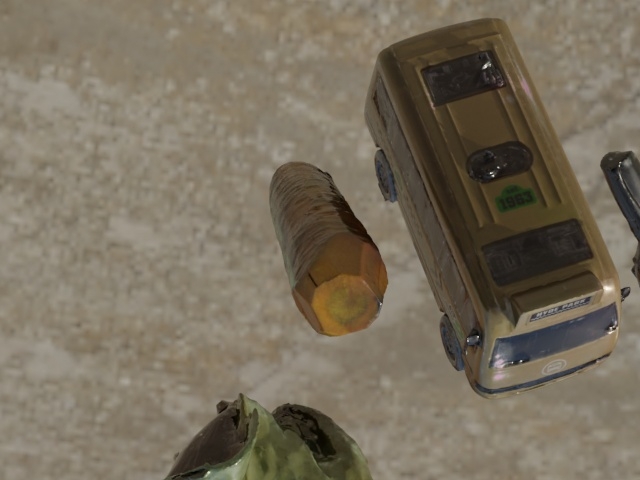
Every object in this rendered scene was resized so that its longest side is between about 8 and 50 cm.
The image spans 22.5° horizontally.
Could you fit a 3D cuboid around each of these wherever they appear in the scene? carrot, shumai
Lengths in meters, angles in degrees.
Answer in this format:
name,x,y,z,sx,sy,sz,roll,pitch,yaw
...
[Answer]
name,x,y,z,sx,sy,sz,roll,pitch,yaw
carrot,0.000,0.000,1.191,0.070,0.260,0.070,-3,109,-8
shumai,-0.122,0.375,2.276,0.288,0.292,0.330,-1,137,-47

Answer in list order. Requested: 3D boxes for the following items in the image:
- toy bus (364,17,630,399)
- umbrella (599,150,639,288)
name,x,y,z,sx,sy,sz,roll,pitch,yaw
toy bus,0.140,-0.028,1.307,0.139,0.289,0.157,-15,157,-8
umbrella,0.349,0.059,1.522,0.118,0.118,0.340,-18,115,35
